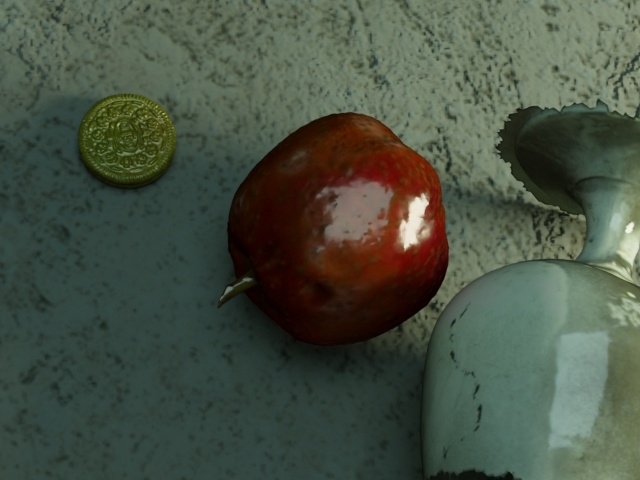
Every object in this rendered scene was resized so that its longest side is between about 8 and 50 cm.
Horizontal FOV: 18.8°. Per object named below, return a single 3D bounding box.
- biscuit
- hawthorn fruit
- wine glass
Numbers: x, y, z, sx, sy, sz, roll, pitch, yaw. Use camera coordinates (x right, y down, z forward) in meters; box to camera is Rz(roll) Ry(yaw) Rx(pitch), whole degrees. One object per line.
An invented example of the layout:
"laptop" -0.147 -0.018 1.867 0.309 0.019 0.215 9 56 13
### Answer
"biscuit" -0.163 -0.083 1.622 0.084 0.023 0.084 3 67 -6
"hawthorn fruit" 0.000 0.000 1.527 0.200 0.179 0.179 -27 71 -13
"wine glass" 0.199 0.075 1.491 0.238 0.238 0.323 20 65 2
